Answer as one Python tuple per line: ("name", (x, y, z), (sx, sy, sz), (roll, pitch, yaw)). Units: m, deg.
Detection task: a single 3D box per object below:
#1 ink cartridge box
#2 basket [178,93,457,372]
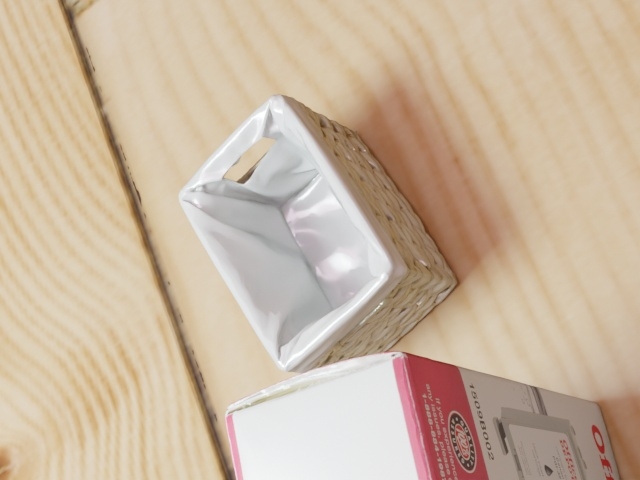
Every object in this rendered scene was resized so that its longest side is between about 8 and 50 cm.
("ink cartridge box", (0.084, 0.186, 0.866), (0.117, 0.283, 0.207), (-22, 70, 26))
("basket", (0.000, 0.000, 1.066), (0.113, 0.103, 0.167), (-44, 60, 20))
